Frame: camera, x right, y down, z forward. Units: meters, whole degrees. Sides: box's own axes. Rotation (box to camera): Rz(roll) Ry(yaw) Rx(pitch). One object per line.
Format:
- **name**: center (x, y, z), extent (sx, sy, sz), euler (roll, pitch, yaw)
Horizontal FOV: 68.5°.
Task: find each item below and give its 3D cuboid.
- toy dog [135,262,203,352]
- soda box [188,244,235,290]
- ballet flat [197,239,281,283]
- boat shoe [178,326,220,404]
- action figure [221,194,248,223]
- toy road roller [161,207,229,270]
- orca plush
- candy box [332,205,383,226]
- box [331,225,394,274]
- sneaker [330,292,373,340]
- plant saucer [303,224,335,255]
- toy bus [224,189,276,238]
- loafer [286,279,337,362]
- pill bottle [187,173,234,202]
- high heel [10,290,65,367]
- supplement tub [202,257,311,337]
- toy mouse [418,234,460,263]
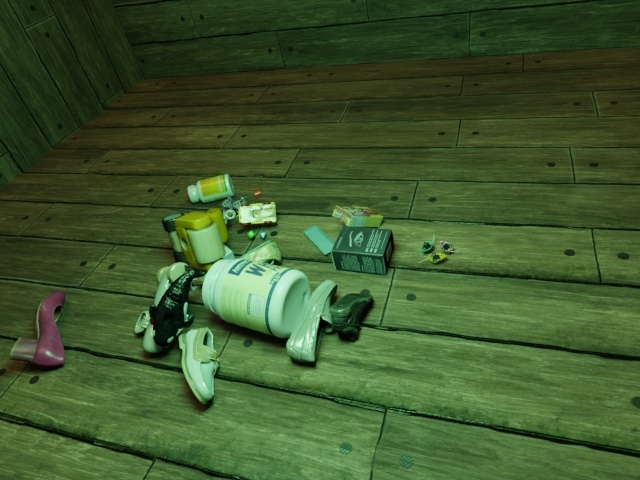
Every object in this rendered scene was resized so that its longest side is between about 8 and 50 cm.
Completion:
- **toy dog**: center (-0.532, 0.240, 1.720), extent (0.220, 0.161, 0.333), euler (27, 95, 57)
- **soda box**: center (-0.459, 0.108, 1.933), extent (0.216, 0.069, 0.074), euler (-34, 44, -23)
- **ballet flat**: center (-0.313, 0.119, 1.859), extent (0.349, 0.123, 0.123), euler (-26, 42, -12)
- **boat shoe**: center (-0.389, 0.394, 1.546), extent (0.103, 0.113, 0.302), euler (-27, 41, -7)
- **action figure**: center (-0.454, -0.103, 2.144), extent (0.185, 0.099, 0.285), euler (-7, 29, 34)
- **toy road roller**: center (-0.456, -0.029, 1.883), extent (0.241, 0.202, 0.330), euler (-29, 25, -37)
- **orca plush**: center (-0.484, 0.226, 1.588), extent (0.287, 0.151, 0.102), euler (-54, 9, -9)
- **candy box**: center (0.155, -0.100, 1.948), extent (0.187, 0.053, 0.109), euler (1, 26, -41)
- **box**: center (0.164, 0.035, 1.813), extent (0.207, 0.108, 0.153), euler (6, 44, 22)
- **sneaker**: center (0.108, 0.256, 1.602), extent (0.087, 0.130, 0.227), euler (6, 16, 29)
- **plant saucer**: center (0.000, 0.000, 1.970), extent (0.067, 0.018, 0.192), euler (-27, 43, -16)
- **toy bus**: center (-0.287, -0.110, 2.093), extent (0.202, 0.104, 0.191), euler (41, 81, 3)
- **loafer**: center (-0.003, 0.272, 1.593), extent (0.112, 0.112, 0.319), euler (13, 54, 21)
- **pill bottle**: center (-0.544, -0.252, 2.336), extent (0.209, 0.117, 0.117), euler (-14, 40, 0)
- **high heel**: center (-1.019, 0.341, 1.824), extent (0.181, 0.127, 0.377), euler (14, 35, -12)
- **supplement tub**: center (-0.222, 0.191, 1.640), extent (0.325, 0.235, 0.235), euler (11, 46, 25)
- **toy mouse**: center (0.444, 0.034, 1.796), extent (0.161, 0.031, 0.143), euler (-9, 40, 5)
